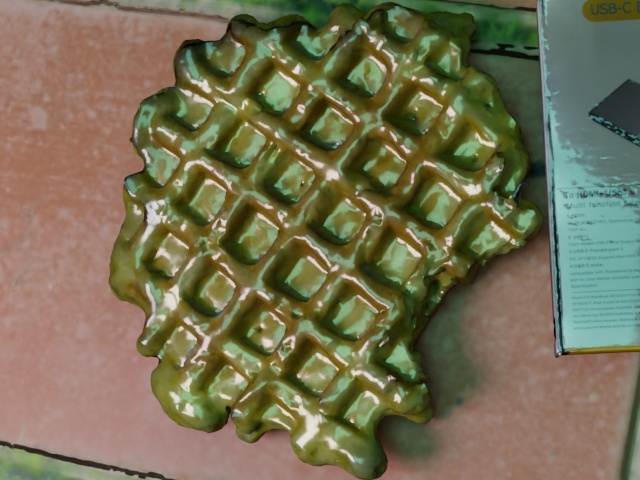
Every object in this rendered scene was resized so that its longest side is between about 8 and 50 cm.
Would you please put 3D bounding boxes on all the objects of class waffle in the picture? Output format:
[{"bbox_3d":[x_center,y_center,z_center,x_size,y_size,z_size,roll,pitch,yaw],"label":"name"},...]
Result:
[{"bbox_3d":[0.002,-0.010,1.162,0.282,0.058,0.300,11,87,20],"label":"waffle"}]

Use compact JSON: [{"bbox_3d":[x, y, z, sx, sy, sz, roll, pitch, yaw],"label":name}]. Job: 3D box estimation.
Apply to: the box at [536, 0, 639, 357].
[{"bbox_3d":[0.198,-0.054,1.098,0.129,0.033,0.247,-2,80,4],"label":"box"}]
